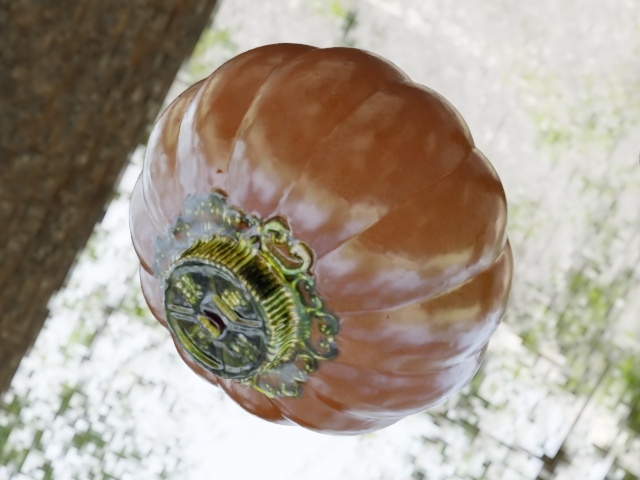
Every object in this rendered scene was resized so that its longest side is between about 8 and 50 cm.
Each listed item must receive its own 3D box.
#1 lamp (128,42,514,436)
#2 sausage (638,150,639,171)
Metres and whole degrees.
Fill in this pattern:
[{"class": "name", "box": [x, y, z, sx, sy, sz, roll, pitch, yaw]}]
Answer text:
[{"class": "lamp", "box": [0.000, 0.000, 0.989, 0.223, 0.223, 0.196, 34, -139, 19]}, {"class": "sausage", "box": [0.322, -0.128, 1.222, 0.088, 0.433, 0.088, 8, -117, -15]}]
